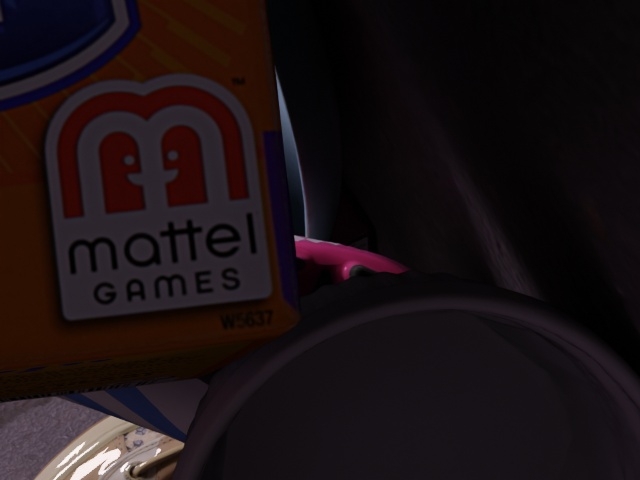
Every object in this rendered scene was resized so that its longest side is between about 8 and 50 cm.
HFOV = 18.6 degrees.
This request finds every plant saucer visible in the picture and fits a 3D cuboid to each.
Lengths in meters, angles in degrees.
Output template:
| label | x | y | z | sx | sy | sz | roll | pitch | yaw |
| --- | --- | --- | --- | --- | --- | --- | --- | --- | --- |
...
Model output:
| label | x | y | z | sx | sy | sz | roll | pitch | yaw |
| --- | --- | --- | --- | --- | --- | --- | --- | --- | --- |
| plant saucer | -0.070 | -0.117 | 1.001 | 0.317 | 0.044 | 0.317 | 52 | 157 | 33 |

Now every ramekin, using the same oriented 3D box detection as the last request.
| label | x | y | z | sx | sy | sz | roll | pitch | yaw |
| --- | --- | --- | --- | --- | --- | --- | --- | --- | --- |
| ramekin | 0.037 | 0.108 | 0.782 | 0.207 | 0.207 | 0.109 | 63 | 179 | -15 |

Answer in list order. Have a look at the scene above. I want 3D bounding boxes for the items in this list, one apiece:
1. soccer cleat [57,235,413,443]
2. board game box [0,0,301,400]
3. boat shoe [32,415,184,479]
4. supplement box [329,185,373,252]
| label | x | y | z | sx | sy | sz | roll | pitch | yaw |
| --- | --- | --- | --- | --- | --- | --- | --- | --- | --- |
| soccer cleat | -0.049 | 0.043 | 0.920 | 0.331 | 0.116 | 0.143 | 22 | 173 | -11 |
| board game box | -0.220 | -0.114 | 0.648 | 0.356 | 0.357 | 0.356 | 144 | 120 | -81 |
| boat shoe | -0.050 | 0.130 | 1.026 | 0.089 | 0.285 | 0.104 | 45 | 166 | 50 |
| supplement box | 0.000 | 0.000 | 1.113 | 0.055 | 0.043 | 0.083 | 59 | 170 | 22 |
